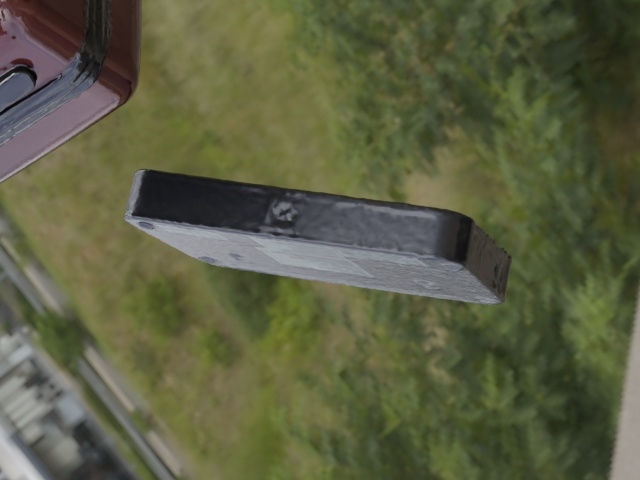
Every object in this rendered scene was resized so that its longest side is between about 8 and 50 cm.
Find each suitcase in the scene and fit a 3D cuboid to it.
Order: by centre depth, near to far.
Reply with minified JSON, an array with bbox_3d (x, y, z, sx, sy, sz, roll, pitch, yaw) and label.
[{"bbox_3d":[-0.300,-0.174,1.318,0.161,0.297,0.236,32,-139,-44],"label":"suitcase"}]

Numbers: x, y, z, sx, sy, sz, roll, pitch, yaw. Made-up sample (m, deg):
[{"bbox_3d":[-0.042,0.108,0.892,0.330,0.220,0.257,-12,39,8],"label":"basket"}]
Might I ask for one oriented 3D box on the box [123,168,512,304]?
[{"bbox_3d":[0.000,0.000,1.490,0.350,0.058,0.211,7,168,22],"label":"box"}]
